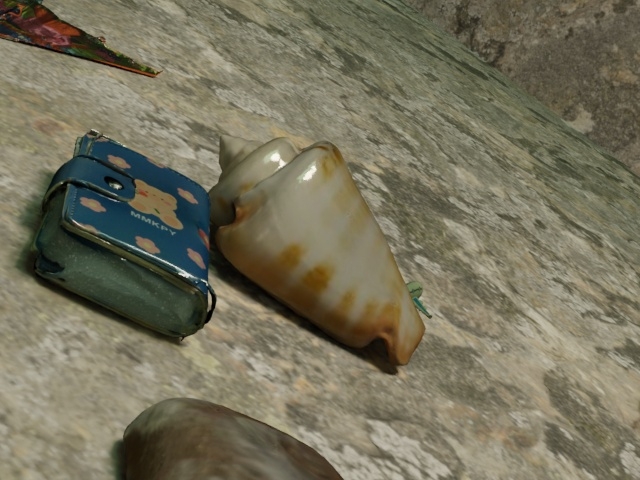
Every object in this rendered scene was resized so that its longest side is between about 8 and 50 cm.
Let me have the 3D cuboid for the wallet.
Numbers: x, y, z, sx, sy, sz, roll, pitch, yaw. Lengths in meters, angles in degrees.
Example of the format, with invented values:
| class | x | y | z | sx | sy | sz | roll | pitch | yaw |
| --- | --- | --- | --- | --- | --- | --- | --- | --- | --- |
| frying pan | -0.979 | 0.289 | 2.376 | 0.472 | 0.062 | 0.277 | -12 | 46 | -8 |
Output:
| class | x | y | z | sx | sy | sz | roll | pitch | yaw |
| --- | --- | --- | --- | --- | --- | --- | --- | --- | --- |
| wallet | -0.149 | -0.012 | 0.926 | 0.141 | 0.059 | 0.202 | 25 | 20 | -16 |

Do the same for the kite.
| class | x | y | z | sx | sy | sz | roll | pitch | yaw |
| --- | --- | --- | --- | --- | --- | --- | --- | --- | --- |
| kite | -0.326 | -0.254 | 1.309 | 0.321 | 0.016 | 0.234 | 30 | 19 | -9 |

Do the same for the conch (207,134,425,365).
| class | x | y | z | sx | sy | sz | roll | pitch | yaw |
| --- | --- | --- | --- | --- | --- | --- | --- | --- | --- |
| conch | 0.006 | -0.010 | 1.059 | 0.255 | 0.127 | 0.158 | 36 | 16 | 0 |

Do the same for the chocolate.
| class | x | y | z | sx | sy | sz | roll | pitch | yaw |
| --- | --- | --- | --- | --- | --- | --- | --- | --- | --- |
| chocolate | -0.025 | 0.169 | 0.637 | 0.157 | 0.080 | 0.254 | 26 | 20 | -19 |

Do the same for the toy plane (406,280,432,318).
| class | x | y | z | sx | sy | sz | roll | pitch | yaw |
| --- | --- | --- | --- | --- | --- | --- | --- | --- | --- |
| toy plane | 0.081 | 0.055 | 1.173 | 0.080 | 0.033 | 0.083 | 39 | 13 | 19 |
